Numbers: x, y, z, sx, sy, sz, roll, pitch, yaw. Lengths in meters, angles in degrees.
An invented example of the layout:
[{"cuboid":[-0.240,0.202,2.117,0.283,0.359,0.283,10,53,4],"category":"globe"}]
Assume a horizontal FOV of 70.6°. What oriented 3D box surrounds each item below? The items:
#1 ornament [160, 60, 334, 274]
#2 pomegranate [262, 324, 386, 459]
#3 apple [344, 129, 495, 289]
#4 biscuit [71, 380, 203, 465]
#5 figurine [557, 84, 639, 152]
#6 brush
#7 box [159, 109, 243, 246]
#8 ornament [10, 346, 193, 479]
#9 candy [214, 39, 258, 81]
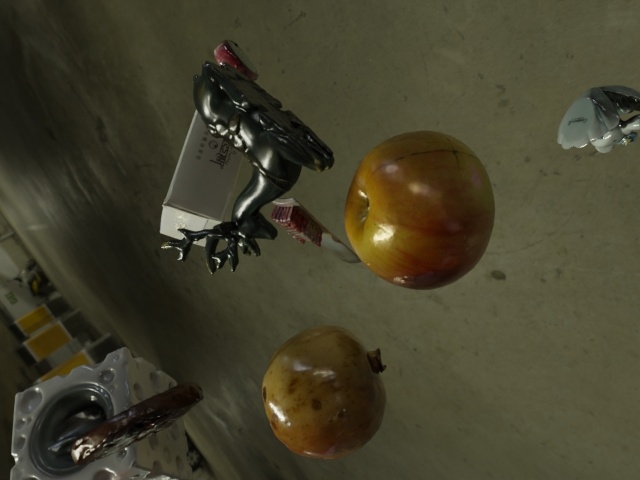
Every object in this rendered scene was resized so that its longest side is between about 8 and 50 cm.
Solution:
[{"cuboid":[-0.124,-0.071,0.559,0.202,0.080,0.236,41,116,9],"category":"ornament"},{"cuboid":[0.015,0.246,0.743,0.215,0.215,0.215,34,145,29],"category":"pomegranate"},{"cuboid":[0.173,-0.055,0.824,0.286,0.232,0.286,177,90,-72],"category":"apple"},{"cuboid":[-0.263,0.268,0.668,0.049,0.192,0.192,57,151,12],"category":"biscuit"},{"cuboid":[0.334,-0.137,0.522,0.094,0.086,0.082,-158,81,-71],"category":"figurine"},{"cuboid":[0.000,0.000,0.914,0.060,0.050,0.321,5,162,30],"category":"brush"},{"cuboid":[-0.229,-0.147,0.921,0.116,0.275,0.203,18,161,-17],"category":"box"},{"cuboid":[-0.437,0.407,0.927,0.240,0.239,0.239,70,176,-55],"category":"ornament"},{"cuboid":[-0.176,-0.372,0.951,0.043,0.103,0.103,-37,89,19],"category":"candy"}]
